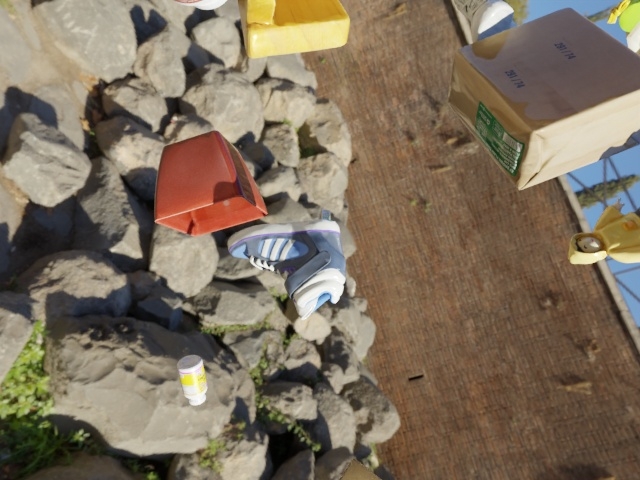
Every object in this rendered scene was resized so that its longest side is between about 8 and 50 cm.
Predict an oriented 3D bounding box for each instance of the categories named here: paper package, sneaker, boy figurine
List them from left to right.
[{"bbox_3d":[-0.092,0.084,1.173,0.130,0.322,0.237,41,43,-65],"label":"sneaker"},{"bbox_3d":[0.376,-0.558,1.114,0.169,0.108,0.292,52,29,5],"label":"sneaker"},{"bbox_3d":[0.482,-0.313,0.997,0.168,0.309,0.325,71,-3,-53],"label":"paper package"},{"bbox_3d":[0.752,-0.025,1.139,0.092,0.285,0.178,38,37,-46],"label":"boy figurine"}]

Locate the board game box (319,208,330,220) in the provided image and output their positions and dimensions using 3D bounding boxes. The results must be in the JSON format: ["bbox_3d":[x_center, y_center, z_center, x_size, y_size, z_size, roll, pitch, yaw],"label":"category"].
[{"bbox_3d":[0.000,0.000,1.369,0.104,0.026,0.154,-88,-170,-56],"label":"board game box"}]

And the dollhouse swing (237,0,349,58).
[{"bbox_3d":[0.068,-0.398,0.458,0.315,0.304,0.347,-105,-162,-45],"label":"dollhouse swing"}]

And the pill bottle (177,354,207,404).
[{"bbox_3d":[-0.225,0.248,0.818,0.043,0.043,0.084,-85,171,-67],"label":"pill bottle"}]

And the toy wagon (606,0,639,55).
[{"bbox_3d":[0.914,-0.550,1.186,0.267,0.344,0.068,109,1,-58],"label":"toy wagon"}]

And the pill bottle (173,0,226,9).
[{"bbox_3d":[-0.189,-0.385,0.603,0.216,0.121,0.121,-43,115,-78],"label":"pill bottle"}]

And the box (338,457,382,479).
[{"bbox_3d":[0.104,0.583,0.955,0.201,0.164,0.021,32,-34,20],"label":"box"}]

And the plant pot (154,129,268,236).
[{"bbox_3d":[-0.342,-0.178,1.416,0.267,0.267,0.236,41,35,-77],"label":"plant pot"}]
